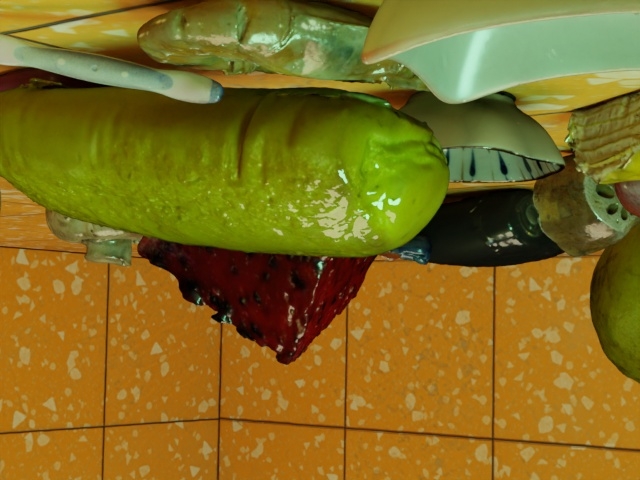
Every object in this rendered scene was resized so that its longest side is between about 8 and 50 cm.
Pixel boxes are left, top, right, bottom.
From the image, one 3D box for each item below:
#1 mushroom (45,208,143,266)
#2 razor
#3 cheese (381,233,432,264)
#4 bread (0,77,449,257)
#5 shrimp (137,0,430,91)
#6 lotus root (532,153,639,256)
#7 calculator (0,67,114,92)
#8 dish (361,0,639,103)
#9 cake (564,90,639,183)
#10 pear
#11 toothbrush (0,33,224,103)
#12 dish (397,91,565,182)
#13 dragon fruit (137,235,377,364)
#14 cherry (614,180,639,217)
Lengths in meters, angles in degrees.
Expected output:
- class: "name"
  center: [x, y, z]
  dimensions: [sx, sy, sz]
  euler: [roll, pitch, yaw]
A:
- class: "mushroom"
  center: [-0.288, -0.031, 1.705]
  dimensions: [0.166, 0.127, 0.166]
  euler: [0, 169, 0]
- class: "razor"
  center: [0.225, -0.014, 1.947]
  dimensions: [0.189, 0.107, 0.327]
  euler: [6, 174, -41]
- class: "cheese"
  center: [0.000, 0.000, 1.873]
  dimensions: [0.329, 0.129, 0.217]
  euler: [8, 177, 8]
- class: "bread"
  center: [-0.091, -0.051, 0.954]
  dimensions: [0.384, 0.112, 0.166]
  euler: [6, 174, 31]
- class: "shrimp"
  center: [-0.014, -0.127, 0.825]
  dimensions: [0.217, 0.051, 0.115]
  euler: [2, -178, -21]
- class: "lotus root"
  center: [0.307, -0.049, 1.430]
  dimensions: [0.122, 0.112, 0.081]
  euler: [-34, -174, -33]
- class: "calculator"
  center: [-0.185, -0.119, 1.100]
  dimensions: [0.191, 0.034, 0.127]
  euler: [6, 175, -44]
- class: "dish"
  center: [0.141, -0.122, 0.649]
  dimensions: [0.213, 0.077, 0.151]
  euler: [-1, 177, 24]
- class: "cake"
  center: [0.276, -0.089, 1.097]
  dimensions: [0.185, 0.079, 0.116]
  euler: [3, -179, 39]
- class: "pear"
  center: [0.498, 0.072, 1.666]
  dimensions: [0.287, 0.287, 0.375]
  euler: [3, 146, -29]
- class: "toothbrush"
  center: [-0.193, -0.122, 0.829]
  dimensions: [0.269, 0.021, 0.027]
  euler: [12, -164, 6]
- class: "dish"
  center: [0.122, -0.095, 1.116]
  dimensions: [0.191, 0.066, 0.190]
  euler: [3, 174, 0]
- class: "dragon fruit"
  center: [-0.031, -0.053, 1.611]
  dimensions: [0.286, 0.228, 0.329]
  euler: [32, -137, 24]
- class: "cherry"
  center: [0.364, -0.066, 1.335]
  dimensions: [0.106, 0.086, 0.126]
  euler: [0, 161, 13]
